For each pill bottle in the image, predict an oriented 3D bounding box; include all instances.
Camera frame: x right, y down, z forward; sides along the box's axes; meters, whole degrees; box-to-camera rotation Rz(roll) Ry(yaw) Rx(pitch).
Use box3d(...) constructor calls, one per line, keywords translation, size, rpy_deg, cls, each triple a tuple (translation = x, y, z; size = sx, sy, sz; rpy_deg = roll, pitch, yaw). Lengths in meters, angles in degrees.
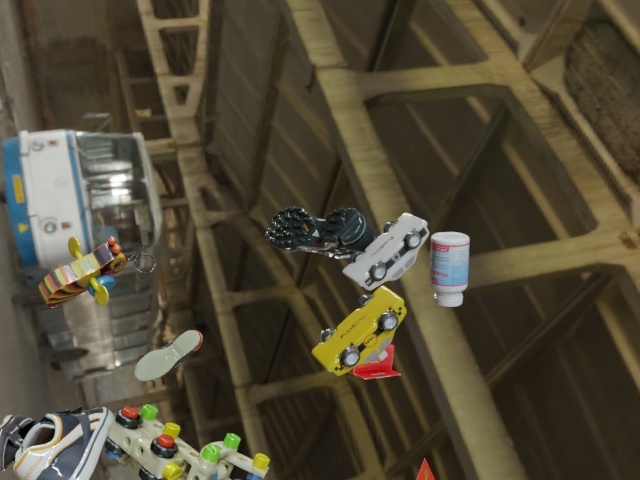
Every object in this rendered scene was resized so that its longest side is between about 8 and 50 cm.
box3d(translation=(0.294, 0.066, 1.578), size=(0.087, 0.087, 0.160), rpy_deg=(-148, -125, -66), cls="pill bottle")

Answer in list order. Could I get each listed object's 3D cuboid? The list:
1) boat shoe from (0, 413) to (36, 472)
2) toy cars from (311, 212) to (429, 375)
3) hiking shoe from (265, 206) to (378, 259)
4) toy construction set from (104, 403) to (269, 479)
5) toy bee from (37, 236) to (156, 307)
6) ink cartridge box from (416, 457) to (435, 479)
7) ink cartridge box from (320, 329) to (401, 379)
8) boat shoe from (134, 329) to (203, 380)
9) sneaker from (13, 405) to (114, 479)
box3d(translation=(-0.638, 0.418, 1.439), size=(0.206, 0.065, 0.075), rpy_deg=(-145, -121, -74), cls="boat shoe")
box3d(translation=(0.114, 0.108, 1.333), size=(0.176, 0.394, 0.087), rpy_deg=(-16, -55, 36), cls="toy cars")
box3d(translation=(0.000, 0.000, 1.573), size=(0.304, 0.132, 0.113), rpy_deg=(5, -117, 44), cls="hiking shoe")
box3d(translation=(-0.278, 0.397, 1.305), size=(0.327, 0.215, 0.151), rpy_deg=(8, -96, 32), cls="toy construction set")
box3d(translation=(-0.566, 0.054, 1.748), size=(0.195, 0.298, 0.162), rpy_deg=(36, -38, 7), cls="toy bee")
box3d(translation=(0.261, 0.609, 1.449), size=(0.189, 0.066, 0.232), rpy_deg=(-45, 119, -59), cls="ink cartridge box")
box3d(translation=(0.113, 0.317, 1.949), size=(0.231, 0.134, 0.078), rpy_deg=(16, -77, 57), cls="ink cartridge box")
box3d(translation=(-0.274, 0.210, 1.255), size=(0.049, 0.137, 0.043), rpy_deg=(54, -4, 8), cls="boat shoe")
box3d(translation=(-0.472, 0.369, 1.281), size=(0.126, 0.127, 0.321), rpy_deg=(-56, -169, -3), cls="sneaker")
